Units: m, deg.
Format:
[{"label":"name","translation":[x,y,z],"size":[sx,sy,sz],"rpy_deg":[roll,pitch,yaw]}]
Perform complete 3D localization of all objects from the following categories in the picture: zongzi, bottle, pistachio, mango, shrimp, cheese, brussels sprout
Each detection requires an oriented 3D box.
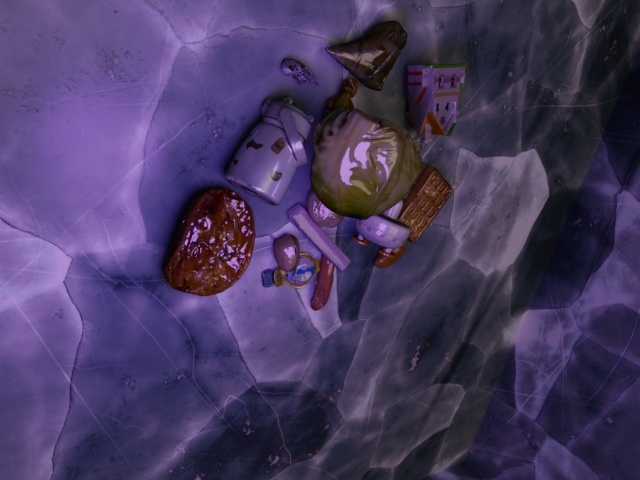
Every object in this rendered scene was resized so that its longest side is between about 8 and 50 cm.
[{"label":"zongzi","translation":[0.167,-0.708,1.745],"size":[0.274,0.125,0.250],"rpy_deg":[26,96,-37]},{"label":"bottle","translation":[-0.145,-0.307,1.645],"size":[0.229,0.229,0.351],"rpy_deg":[34,81,-43]},{"label":"pistachio","translation":[-0.126,0.049,1.893],"size":[0.113,0.113,0.149],"rpy_deg":[-16,93,-32]},{"label":"mango","translation":[0.328,0.059,2.271],"size":[0.184,0.085,0.102],"rpy_deg":[-52,132,2]},{"label":"shrimp","translation":[-0.063,-0.567,1.677],"size":[0.165,0.057,0.065],"rpy_deg":[28,78,-33]},{"label":"cheese","translation":[-0.116,0.133,1.975],"size":[0.250,0.064,0.156],"rpy_deg":[-14,113,-20]},{"label":"brussels sprout","translation":[0.151,-0.250,1.719],"size":[0.425,0.342,0.361],"rpy_deg":[9,105,-51]}]

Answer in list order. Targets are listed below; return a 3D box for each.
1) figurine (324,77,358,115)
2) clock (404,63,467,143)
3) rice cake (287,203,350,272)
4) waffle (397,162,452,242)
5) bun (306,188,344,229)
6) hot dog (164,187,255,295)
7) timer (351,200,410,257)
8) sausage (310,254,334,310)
[{"label":"figurine","translation":[0.093,-0.512,1.813],"size":[0.176,0.121,0.122],"rpy_deg":[-66,161,-5]},{"label":"clock","translation":[0.465,-0.564,2.018],"size":[0.235,0.166,0.309],"rpy_deg":[-14,112,-32]},{"label":"rice cake","translation":[0.000,0.000,1.946],"size":[0.072,0.056,0.365],"rpy_deg":[-49,115,-15]},{"label":"waffle","translation":[0.452,-0.168,2.250],"size":[0.224,0.098,0.327],"rpy_deg":[36,90,-41]},{"label":"bun","translation":[0.036,-0.136,1.892],"size":[0.173,0.113,0.166],"rpy_deg":[59,44,-20]},{"label":"hot dog","translation":[-0.366,0.013,1.647],"size":[0.267,0.174,0.387],"rpy_deg":[19,100,-40]},{"label":"timer","translation":[0.271,-0.075,2.061],"size":[0.233,0.233,0.240],"rpy_deg":[14,105,-41]},{"label":"sausage","translation":[0.017,0.159,2.077],"size":[0.079,0.087,0.326],"rpy_deg":[3,109,-25]}]
